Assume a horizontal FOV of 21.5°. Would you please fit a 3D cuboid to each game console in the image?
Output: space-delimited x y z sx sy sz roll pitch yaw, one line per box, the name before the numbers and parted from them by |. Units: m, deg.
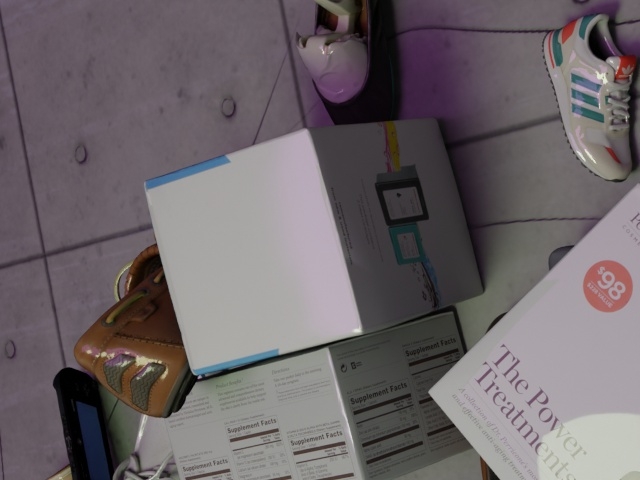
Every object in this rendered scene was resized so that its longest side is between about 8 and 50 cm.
game console | -0.272 0.327 2.051 0.044 0.213 0.361 -16 72 4

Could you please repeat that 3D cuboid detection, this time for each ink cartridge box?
ink cartridge box | 0.000 0.000 1.662 0.198 0.270 0.197 -16 88 30

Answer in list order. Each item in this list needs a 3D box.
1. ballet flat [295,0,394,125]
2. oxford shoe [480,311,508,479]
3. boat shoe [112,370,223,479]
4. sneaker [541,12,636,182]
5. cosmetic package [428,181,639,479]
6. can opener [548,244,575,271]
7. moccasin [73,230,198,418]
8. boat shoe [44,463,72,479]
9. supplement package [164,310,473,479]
ballet flat | 0.018 -0.233 1.758 0.095 0.096 0.280 3 98 41
oxford shoe | 0.183 0.177 1.685 0.076 0.076 0.212 152 120 -82
boat shoe | -0.190 0.307 1.979 0.136 0.156 0.367 8 101 41
sneaker | 0.264 -0.136 1.570 0.075 0.057 0.161 -30 73 47
cosmetic package | 0.319 0.179 1.476 0.284 0.097 0.377 -47 71 20
can opener | 0.244 0.146 1.615 0.095 0.076 0.283 -6 90 42
moccasin | -0.150 0.051 1.777 0.147 0.380 0.139 28 125 4
boat shoe | -0.330 0.333 2.167 0.059 0.063 0.170 54 151 9
supplement package | 0.001 0.183 1.755 0.262 0.204 0.145 -17 87 43
